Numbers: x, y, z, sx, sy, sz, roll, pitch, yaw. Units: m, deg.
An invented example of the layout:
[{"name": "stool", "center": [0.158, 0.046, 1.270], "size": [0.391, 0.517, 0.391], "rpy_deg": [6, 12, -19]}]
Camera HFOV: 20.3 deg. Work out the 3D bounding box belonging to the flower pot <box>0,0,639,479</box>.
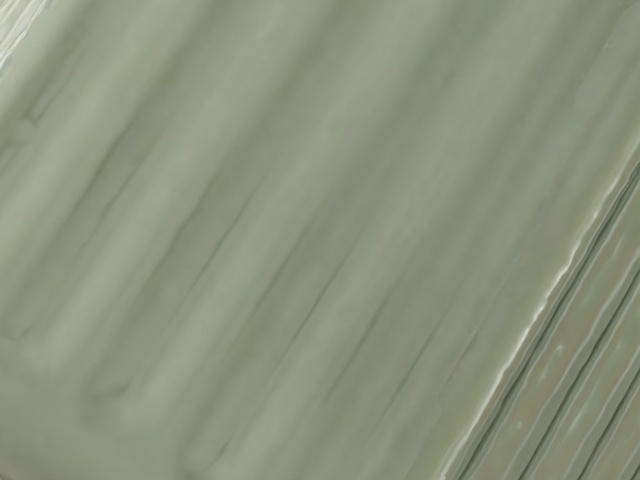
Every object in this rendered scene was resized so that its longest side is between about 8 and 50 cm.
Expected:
[{"name": "flower pot", "center": [0.000, 0.000, 0.461], "size": [0.190, 0.209, 0.239], "rpy_deg": [-57, 20, -10]}]
